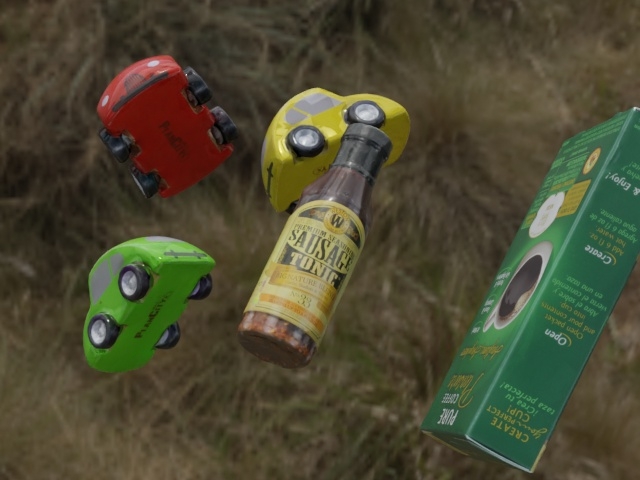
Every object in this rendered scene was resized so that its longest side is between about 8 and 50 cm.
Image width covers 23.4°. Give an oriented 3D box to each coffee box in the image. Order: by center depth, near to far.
[{"bbox_3d":[0.117,0.027,0.786,0.040,0.113,0.184,29,80,-6],"label":"coffee box"}]

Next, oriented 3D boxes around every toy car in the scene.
[{"bbox_3d":[-0.080,-0.015,0.909,0.239,0.225,0.053,4,40,-49],"label":"toy car"}]

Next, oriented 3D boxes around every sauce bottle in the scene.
[{"bbox_3d":[0.000,0.000,0.761,0.042,0.042,0.128,18,67,10],"label":"sauce bottle"}]
